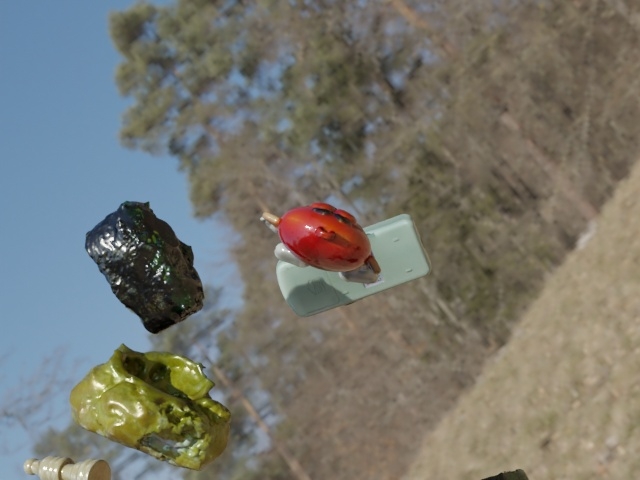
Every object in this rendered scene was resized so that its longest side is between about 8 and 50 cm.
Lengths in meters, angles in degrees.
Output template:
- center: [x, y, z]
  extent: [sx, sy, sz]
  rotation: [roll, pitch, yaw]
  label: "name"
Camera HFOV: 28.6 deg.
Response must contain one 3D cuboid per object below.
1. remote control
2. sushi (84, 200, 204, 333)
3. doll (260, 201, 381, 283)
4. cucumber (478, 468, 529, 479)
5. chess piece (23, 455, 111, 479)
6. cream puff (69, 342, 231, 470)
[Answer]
- center: [0.063, 0.055, 2.478]
  extent: [0.296, 0.140, 0.056]
  rotation: [-20, 22, 11]
  label: "remote control"
- center: [-0.291, 0.043, 2.132]
  extent: [0.127, 0.225, 0.124]
  rotation: [-33, 4, 19]
  label: "sushi"
- center: [0.000, 0.000, 1.727]
  extent: [0.217, 0.183, 0.085]
  rotation: [71, -141, -73]
  label: "doll"
- center: [0.252, 0.433, 1.878]
  extent: [0.191, 0.130, 0.191]
  rotation: [-19, -30, -12]
  label: "cucumber"
- center: [-0.247, 0.222, 1.203]
  extent: [0.092, 0.035, 0.035]
  rotation: [2, 10, 30]
  label: "chess piece"
- center: [-0.280, 0.277, 2.152]
  extent: [0.282, 0.282, 0.185]
  rotation: [92, -161, -74]
  label: "cream puff"
